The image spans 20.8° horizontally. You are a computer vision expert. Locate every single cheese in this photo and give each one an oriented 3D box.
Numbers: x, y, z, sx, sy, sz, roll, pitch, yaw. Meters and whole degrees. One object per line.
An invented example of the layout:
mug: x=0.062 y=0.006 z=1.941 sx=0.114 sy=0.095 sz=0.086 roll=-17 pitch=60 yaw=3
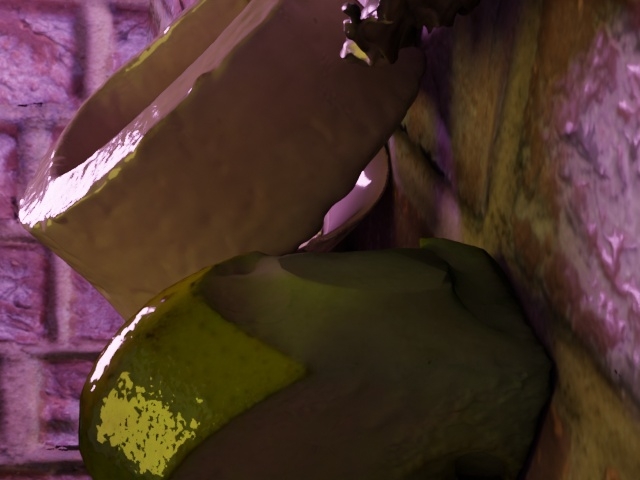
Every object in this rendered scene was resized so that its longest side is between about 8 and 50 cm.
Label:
cheese: x=-0.078 y=-0.091 z=1.390 sx=0.332 sy=0.153 sz=0.292 roll=-38 pitch=19 yaw=17

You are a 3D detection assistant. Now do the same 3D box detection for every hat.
hat: x=0.000 y=0.000 z=1.549 sx=0.226 sy=0.164 sz=0.219 roll=-16 pitch=43 yaw=37

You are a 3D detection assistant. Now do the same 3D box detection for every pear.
pear: x=-0.019 y=0.125 z=1.122 sx=0.176 sy=0.281 sz=0.286 roll=-117 pitch=32 yaw=-51

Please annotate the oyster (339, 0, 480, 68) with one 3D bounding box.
oyster: x=0.085 y=-0.239 z=1.148 sx=0.351 sy=0.114 sz=0.238 roll=128 pitch=152 yaw=-61
